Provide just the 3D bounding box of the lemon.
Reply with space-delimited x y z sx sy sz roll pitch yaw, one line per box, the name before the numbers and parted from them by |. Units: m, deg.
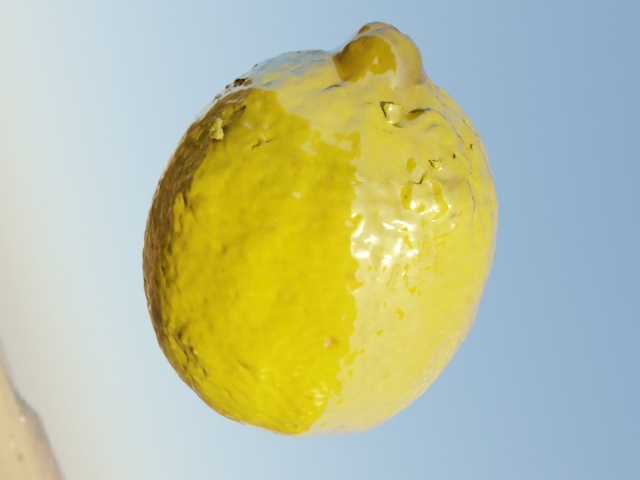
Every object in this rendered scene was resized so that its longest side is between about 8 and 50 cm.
lemon | 0.000 0.000 0.719 0.245 0.245 0.319 54 -46 44
